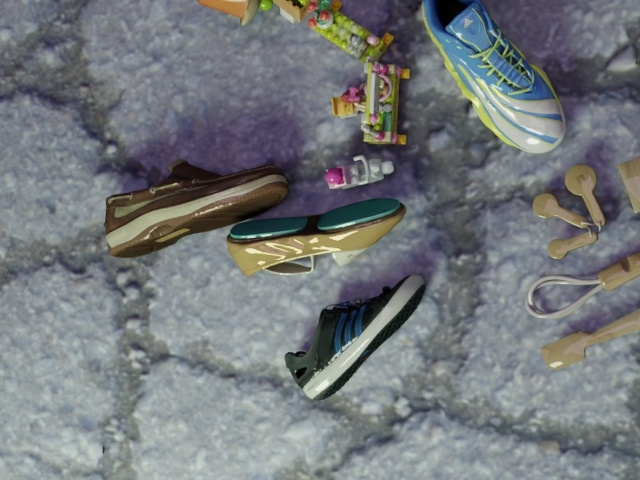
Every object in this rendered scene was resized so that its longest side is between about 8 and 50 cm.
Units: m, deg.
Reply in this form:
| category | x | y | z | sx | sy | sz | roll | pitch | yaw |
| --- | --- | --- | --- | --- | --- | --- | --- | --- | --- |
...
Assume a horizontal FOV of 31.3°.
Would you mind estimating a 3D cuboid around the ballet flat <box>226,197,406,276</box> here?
| category | x | y | z | sx | sy | sz | roll | pitch | yaw |
| --- | --- | --- | --- | --- | --- | --- | --- | --- | --- |
| ballet flat | 0.000 | 0.000 | 1.391 | 0.232 | 0.080 | 0.073 | -8 | 113 | 21 |

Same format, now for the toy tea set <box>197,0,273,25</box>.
| category | x | y | z | sx | sy | sz | roll | pitch | yaw |
| --- | --- | --- | --- | --- | --- | --- | --- | --- | --- |
| toy tea set | -0.067 | -0.431 | 1.382 | 0.124 | 0.200 | 0.336 | 8 | 107 | -12 |

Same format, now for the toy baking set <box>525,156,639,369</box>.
| category | x | y | z | sx | sy | sz | roll | pitch | yaw |
| --- | --- | --- | --- | --- | --- | --- | --- | --- | --- |
| toy baking set | 0.334 | 0.025 | 1.291 | 0.196 | 0.030 | 0.256 | 5 | 89 | 22 |

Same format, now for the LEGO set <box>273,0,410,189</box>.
| category | x | y | z | sx | sy | sz | roll | pitch | yaw |
| --- | --- | --- | --- | --- | --- | --- | --- | --- | --- |
| LEGO set | 0.026 | -0.209 | 1.361 | 0.132 | 0.107 | 0.287 | -21 | 81 | 17 |

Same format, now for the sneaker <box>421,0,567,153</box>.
| category | x | y | z | sx | sy | sz | roll | pitch | yaw |
| --- | --- | --- | --- | --- | --- | --- | --- | --- | --- |
| sneaker | 0.185 | -0.200 | 1.296 | 0.091 | 0.126 | 0.240 | -41 | 76 | 13 |

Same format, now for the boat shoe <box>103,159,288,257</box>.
| category | x | y | z | sx | sy | sz | roll | pitch | yaw |
| --- | --- | --- | --- | --- | --- | --- | --- | --- | --- |
| boat shoe | -0.166 | -0.060 | 1.430 | 0.257 | 0.095 | 0.095 | -18 | 76 | 18 |

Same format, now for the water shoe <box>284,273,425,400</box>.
| category | x | y | z | sx | sy | sz | roll | pitch | yaw |
| --- | --- | --- | --- | --- | --- | --- | --- | --- | --- |
| water shoe | 0.036 | 0.101 | 1.364 | 0.203 | 0.073 | 0.080 | -47 | 72 | 11 |
